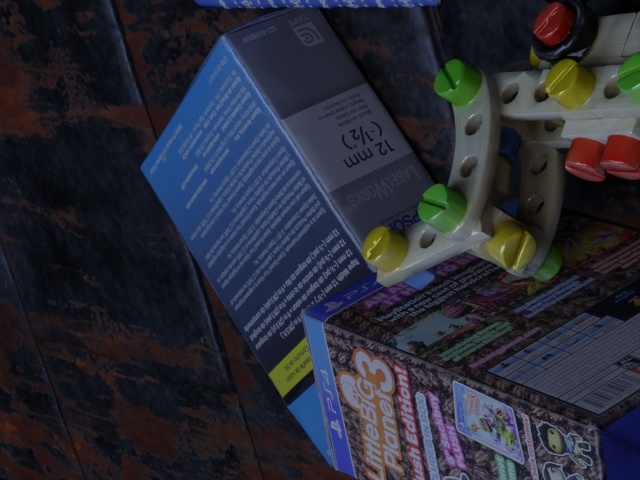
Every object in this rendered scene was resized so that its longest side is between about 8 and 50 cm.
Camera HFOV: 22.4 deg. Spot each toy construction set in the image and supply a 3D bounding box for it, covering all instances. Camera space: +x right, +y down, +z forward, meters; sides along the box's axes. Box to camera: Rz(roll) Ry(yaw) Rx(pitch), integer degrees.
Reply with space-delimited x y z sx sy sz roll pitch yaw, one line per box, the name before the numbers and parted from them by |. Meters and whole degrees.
toy construction set | 0.189 -0.048 1.068 0.328 0.215 0.151 11 164 41

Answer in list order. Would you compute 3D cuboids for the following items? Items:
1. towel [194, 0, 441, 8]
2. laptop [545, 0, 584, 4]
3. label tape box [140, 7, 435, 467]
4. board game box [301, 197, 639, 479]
towel | -0.031 -0.308 1.316 0.336 0.040 0.243 10 113 52
laptop | 0.095 -0.254 1.038 0.234 0.264 0.136 41 112 4
label tape box | 0.000 0.000 1.451 0.347 0.115 0.249 56 147 9
board game box | 0.173 0.100 1.157 0.291 0.232 0.141 19 128 49
